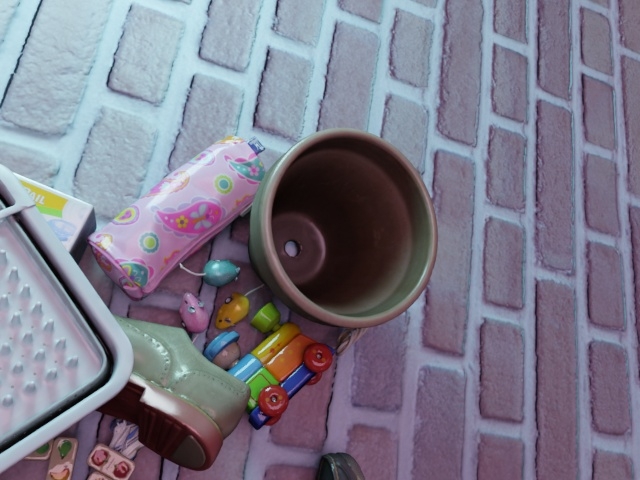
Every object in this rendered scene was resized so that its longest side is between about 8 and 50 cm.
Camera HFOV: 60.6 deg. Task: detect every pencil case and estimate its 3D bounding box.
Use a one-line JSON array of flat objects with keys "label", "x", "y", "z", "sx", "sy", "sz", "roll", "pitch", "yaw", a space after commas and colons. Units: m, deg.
[{"label": "pencil case", "x": -0.195, "y": -0.039, "z": 0.806, "sx": 0.284, "sy": 0.124, "sz": 0.124, "roll": -42, "pitch": 91, "yaw": -26}]

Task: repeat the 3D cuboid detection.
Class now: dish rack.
[{"label": "dish rack", "x": -0.396, "y": 0.090, "z": 0.570, "sx": 0.285, "sy": 0.072, "sz": 0.333, "roll": -32, "pitch": 81, "yaw": -40}]

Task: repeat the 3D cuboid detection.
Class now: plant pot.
[{"label": "plant pot", "x": 0.000, "y": 0.000, "z": 0.797, "sx": 0.263, "sy": 0.229, "sz": 0.263, "roll": 6, "pitch": 77, "yaw": -25}]

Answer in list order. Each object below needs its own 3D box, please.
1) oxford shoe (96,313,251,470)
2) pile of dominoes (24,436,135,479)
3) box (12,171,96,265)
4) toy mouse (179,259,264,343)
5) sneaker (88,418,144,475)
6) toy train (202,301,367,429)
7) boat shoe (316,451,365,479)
[{"label": "oxford shoe", "x": -0.254, "y": 0.157, "z": 0.728, "sx": 0.348, "sy": 0.123, "sz": 0.130, "roll": 33, "pitch": 40, "yaw": 8}, {"label": "pile of dominoes", "x": -0.322, "y": 0.352, "z": 0.624, "sx": 0.195, "sy": 0.040, "sz": 0.251, "roll": 8, "pitch": 63, "yaw": -15}, {"label": "box", "x": -0.421, "y": -0.025, "z": 0.728, "sx": 0.203, "sy": 0.103, "sz": 0.114, "roll": 23, "pitch": 68, "yaw": -12}, {"label": "toy mouse", "x": -0.155, "y": 0.081, "z": 0.790, "sx": 0.161, "sy": 0.031, "sz": 0.143, "roll": -49, "pitch": 133, "yaw": -23}, {"label": "sneaker", "x": -0.252, "y": 0.255, "z": 0.737, "sx": 0.058, "sy": 0.052, "sz": 0.135, "roll": 44, "pitch": 64, "yaw": 1}, {"label": "toy train", "x": -0.043, "y": 0.148, "z": 0.825, "sx": 0.143, "sy": 0.105, "sz": 0.248, "roll": 45, "pitch": 64, "yaw": 12}, {"label": "boat shoe", "x": -0.015, "y": 0.464, "z": 0.717, "sx": 0.130, "sy": 0.132, "sz": 0.356, "roll": 13, "pitch": 70, "yaw": -14}]
